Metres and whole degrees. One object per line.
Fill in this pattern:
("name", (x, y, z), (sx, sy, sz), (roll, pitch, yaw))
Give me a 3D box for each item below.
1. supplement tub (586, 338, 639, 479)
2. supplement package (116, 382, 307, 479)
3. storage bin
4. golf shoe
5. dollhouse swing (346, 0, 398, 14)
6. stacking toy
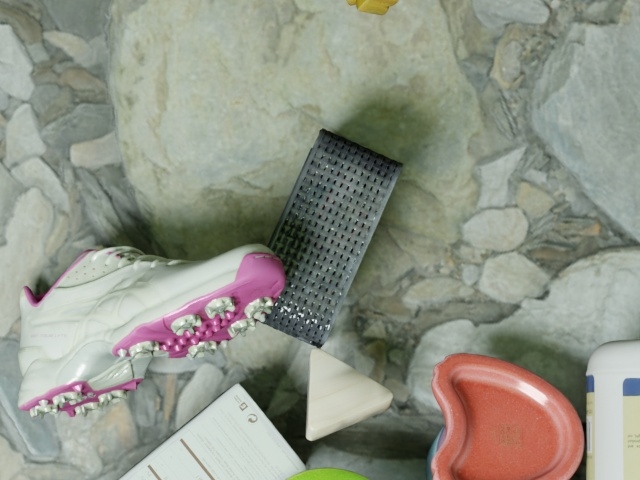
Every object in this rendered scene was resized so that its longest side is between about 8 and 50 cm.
("supplement tub", (0.348, 0.248, 1.412), (0.228, 0.228, 0.316), (1, 84, -2))
("supplement package", (-0.112, 0.225, 1.459), (0.179, 0.105, 0.105), (-39, 88, -5))
("storage bin", (0.000, 0.000, 1.481), (0.084, 0.122, 0.180), (25, 83, 0))
("golf shoe", (-0.165, 0.052, 1.423), (0.306, 0.115, 0.140), (-27, 67, 30))
("dollhouse swing", (0.221, -0.351, 1.427), (0.304, 0.347, 0.315), (9, 83, -12))
("stacking toy", (0.086, 0.254, 1.424), (0.279, 0.130, 0.309), (14, 53, 1))
